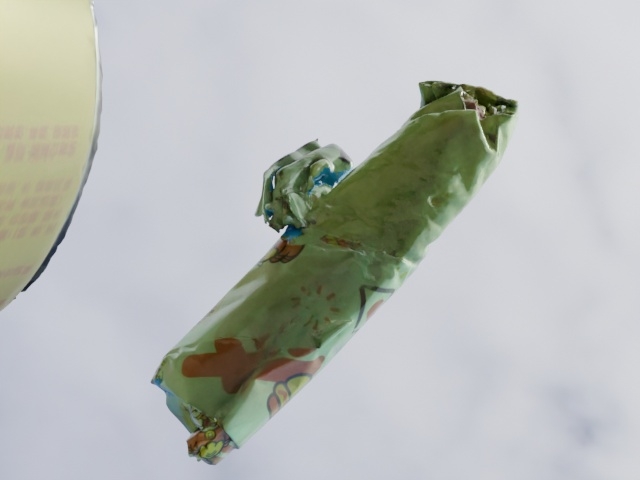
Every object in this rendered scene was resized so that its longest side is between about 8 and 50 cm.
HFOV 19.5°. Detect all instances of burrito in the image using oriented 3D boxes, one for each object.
[{"bbox_3d":[0.000,0.000,1.073,0.104,0.054,0.288,42,-106,10],"label":"burrito"}]

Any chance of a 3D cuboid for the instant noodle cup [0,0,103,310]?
[{"bbox_3d":[-0.169,-0.041,0.378,0.215,0.236,0.216,1,-88,27],"label":"instant noodle cup"}]
